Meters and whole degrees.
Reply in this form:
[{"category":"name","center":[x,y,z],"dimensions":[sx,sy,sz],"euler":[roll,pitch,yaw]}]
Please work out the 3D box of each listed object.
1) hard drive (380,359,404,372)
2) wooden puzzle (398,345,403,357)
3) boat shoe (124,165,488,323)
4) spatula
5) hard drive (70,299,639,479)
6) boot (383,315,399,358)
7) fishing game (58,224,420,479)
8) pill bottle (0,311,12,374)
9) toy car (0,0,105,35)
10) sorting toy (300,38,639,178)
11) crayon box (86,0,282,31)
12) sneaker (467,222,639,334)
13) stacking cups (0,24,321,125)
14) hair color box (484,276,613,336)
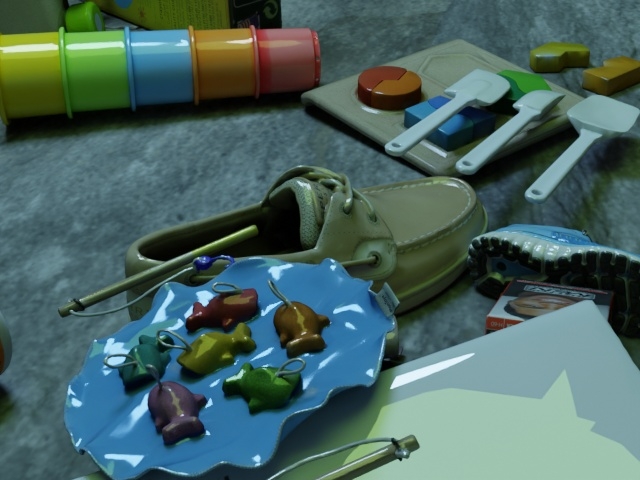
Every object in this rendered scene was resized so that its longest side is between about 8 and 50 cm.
[{"category":"hard drive","center":[0.025,0.133,0.651],"dimensions":[0.255,0.054,0.172],"euler":[10,33,19]},{"category":"wooden puzzle","center":[0.017,0.083,0.779],"dimensions":[0.083,0.006,0.049],"euler":[-7,32,-9]},{"category":"boat shoe","center":[0.000,0.000,0.828],"dimensions":[0.302,0.098,0.109],"euler":[-19,36,-26]},{"category":"spatula","center":[0.168,-0.098,0.979],"dimensions":[0.168,0.019,0.242],"euler":[22,31,20]},{"category":"hard drive","center":[0.031,0.157,0.536],"dimensions":[0.308,0.040,0.203],"euler":[-18,48,-7]},{"category":"boot","center":[0.003,0.063,0.678],"dimensions":[0.087,0.042,0.118],"euler":[1,31,4]},{"category":"fishing game","center":[-0.052,0.056,0.612],"dimensions":[0.189,0.041,0.264],"euler":[-22,29,-7]},{"category":"pill bottle","center":[-0.276,0.087,0.716],"dimensions":[0.086,0.086,0.152],"euler":[17,37,28]},{"category":"toy car","center":[-0.314,-0.280,1.277],"dimensions":[0.155,0.148,0.188],"euler":[-9,21,8]},{"category":"sorting toy","center":[0.164,-0.157,1.130],"dimensions":[0.307,0.041,0.229],"euler":[-24,38,-31]},{"category":"crayon box","center":[-0.177,-0.345,1.306],"dimensions":[0.081,0.202,0.319],"euler":[-27,40,-35]},{"category":"sneaker","center":[0.192,0.015,0.829],"dimensions":[0.162,0.063,0.073],"euler":[18,33,29]},{"category":"stacking cups","center":[-0.159,-0.177,1.130],"dimensions":[0.316,0.096,0.096],"euler":[-7,32,-7]},{"category":"hair color box","center":[0.148,0.059,0.729],"dimensions":[0.072,0.043,0.141],"euler":[7,10,14]}]
